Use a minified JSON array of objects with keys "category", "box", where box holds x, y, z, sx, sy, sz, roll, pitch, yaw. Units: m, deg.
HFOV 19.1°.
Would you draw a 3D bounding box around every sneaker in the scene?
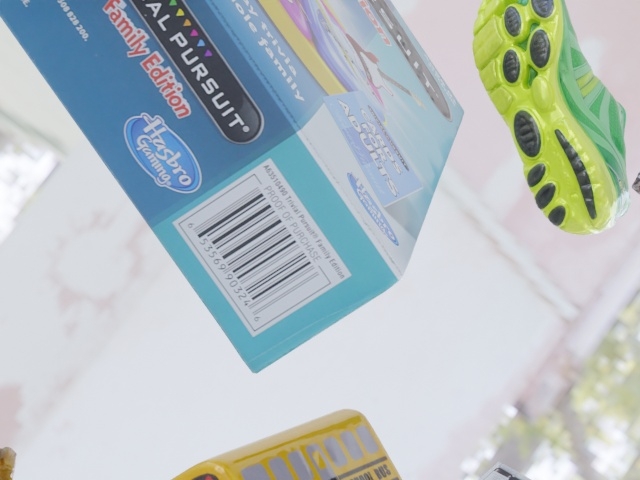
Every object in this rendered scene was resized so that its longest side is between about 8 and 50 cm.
[{"category":"sneaker","box":[0.241,-0.144,1.959,0.109,0.295,0.123,-20,-11,29]}]

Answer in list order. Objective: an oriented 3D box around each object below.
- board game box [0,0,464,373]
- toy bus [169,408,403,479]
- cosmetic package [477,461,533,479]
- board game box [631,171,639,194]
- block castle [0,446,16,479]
[{"category":"board game box","box":[-0.043,-0.111,0.886,0.253,0.079,0.336,55,16,-8]},{"category":"toy bus","box":[-0.042,0.225,1.473,0.130,0.108,0.333,61,23,9]},{"category":"cosmetic package","box":[0.195,0.262,1.458,0.239,0.099,0.060,26,-36,41]},{"category":"board game box","box":[0.475,-0.061,1.753,0.232,0.141,0.291,37,-22,-13]},{"category":"block castle","box":[-0.386,0.241,1.624,0.453,0.213,0.303,43,16,-26]}]
